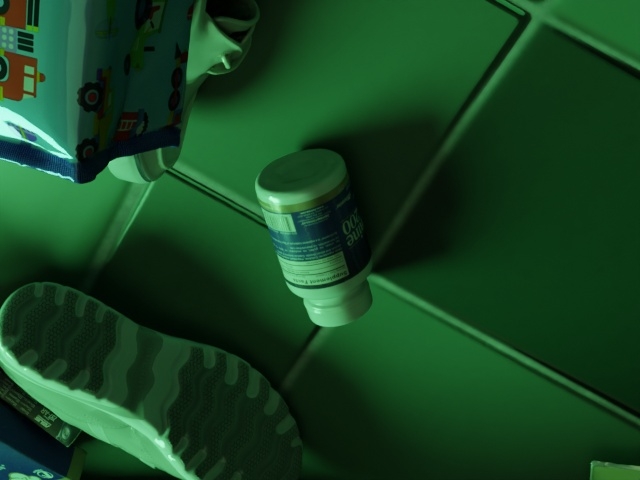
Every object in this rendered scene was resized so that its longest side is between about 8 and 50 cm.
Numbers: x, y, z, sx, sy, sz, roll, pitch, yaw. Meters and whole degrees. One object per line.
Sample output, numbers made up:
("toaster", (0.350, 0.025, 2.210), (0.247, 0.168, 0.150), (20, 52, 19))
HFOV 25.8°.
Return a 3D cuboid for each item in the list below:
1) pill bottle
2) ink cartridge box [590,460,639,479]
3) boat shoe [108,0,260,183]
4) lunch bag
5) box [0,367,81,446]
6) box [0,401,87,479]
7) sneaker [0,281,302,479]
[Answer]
("pill bottle", (0.000, 0.000, 1.008), (0.067, 0.067, 0.120), (-7, 121, 18))
("ink cartridge box", (0.293, 0.281, 1.133), (0.171, 0.056, 0.235), (4, 108, 10))
("boat shoe", (-0.083, -0.150, 0.918), (0.088, 0.096, 0.267), (17, 117, 8))
("lunch bag", (-0.228, -0.177, 0.818), (0.293, 0.138, 0.220), (13, 106, 16))
("box", (-0.235, 0.131, 1.153), (0.083, 0.067, 0.018), (40, 90, -14))
("box", (-0.319, 0.148, 1.143), (0.136, 0.036, 0.225), (-20, 133, 38))
("sneaker", (-0.138, 0.124, 1.127), (0.281, 0.105, 0.115), (35, 156, -14))
